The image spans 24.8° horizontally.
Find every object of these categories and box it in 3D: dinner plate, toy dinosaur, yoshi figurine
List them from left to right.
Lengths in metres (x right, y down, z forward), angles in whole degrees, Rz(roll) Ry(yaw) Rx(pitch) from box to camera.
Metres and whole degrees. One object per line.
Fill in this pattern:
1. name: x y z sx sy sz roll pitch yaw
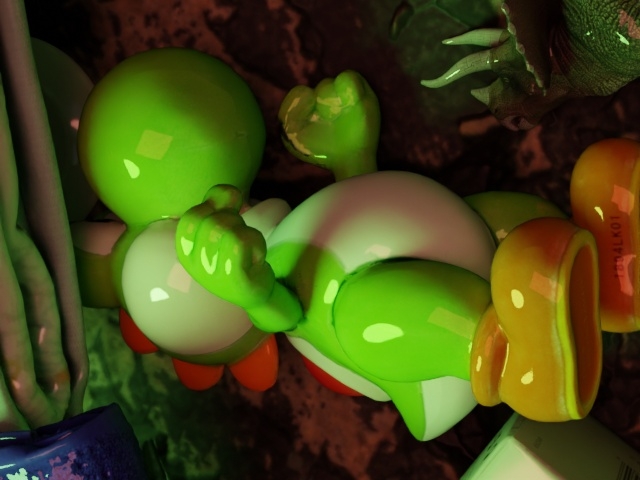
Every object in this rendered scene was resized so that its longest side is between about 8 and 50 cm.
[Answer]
1. dinner plate: -0.203 -0.062 0.939 0.141 0.017 0.141 2 97 13
2. yoshi figurine: -0.008 -0.022 0.796 0.362 0.203 0.203 4 69 32
3. toy dinosaur: 0.197 -0.168 0.767 0.160 0.121 0.313 34 106 2

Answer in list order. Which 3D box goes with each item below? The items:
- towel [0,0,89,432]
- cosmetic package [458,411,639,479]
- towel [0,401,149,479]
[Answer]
1. towel: -0.300 -0.062 0.842 0.320 0.090 0.374 4 109 29
2. cosmetic package: 0.083 0.288 0.830 0.197 0.155 0.365 39 105 8
3. towel: -0.154 0.256 0.774 0.227 0.076 0.308 -19 92 30
